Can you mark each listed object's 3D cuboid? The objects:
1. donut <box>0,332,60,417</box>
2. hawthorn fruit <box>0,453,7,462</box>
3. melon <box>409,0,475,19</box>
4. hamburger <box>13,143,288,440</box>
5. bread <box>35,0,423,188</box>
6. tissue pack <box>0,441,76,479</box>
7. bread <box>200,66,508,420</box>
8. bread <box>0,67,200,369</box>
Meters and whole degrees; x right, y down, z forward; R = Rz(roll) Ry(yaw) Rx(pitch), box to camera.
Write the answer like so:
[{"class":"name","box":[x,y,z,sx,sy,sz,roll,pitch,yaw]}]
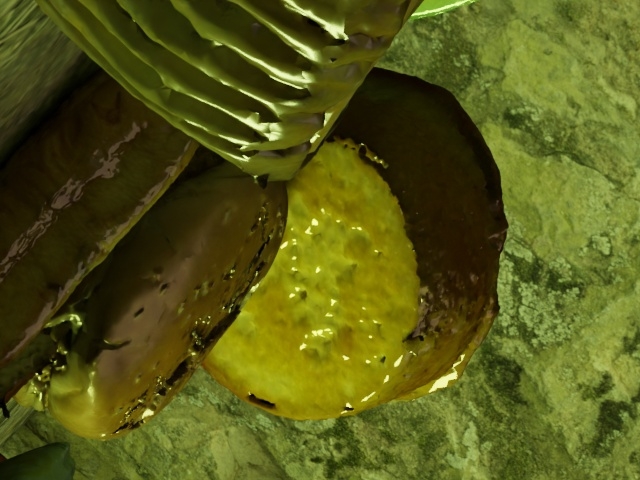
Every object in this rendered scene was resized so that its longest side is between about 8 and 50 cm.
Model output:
[{"class":"donut","box":[-0.296,0.141,0.999,0.152,0.101,0.259,-45,-177,34]},{"class":"hawthorn fruit","box":[-0.369,0.330,1.409,0.284,0.284,0.284,-47,-179,1]},{"class":"melon","box":[0.106,-0.292,1.295,0.124,0.196,0.323,-1,156,-40]},{"class":"hamburger","box":[-0.164,0.030,1.361,0.304,0.174,0.284,-54,171,-10]},{"class":"bread","box":[0.010,-0.151,0.565,0.227,0.142,0.253,-46,177,-45]},{"class":"tissue pack","box":[-0.313,0.300,1.061,0.287,0.162,0.388,-27,-176,8]},{"class":"bread","box":[0.000,0.000,1.584,0.398,0.398,0.215,-46,167,35]},{"class":"bread","box":[-0.159,-0.018,0.922,0.211,0.083,0.114,-47,-174,0]}]
